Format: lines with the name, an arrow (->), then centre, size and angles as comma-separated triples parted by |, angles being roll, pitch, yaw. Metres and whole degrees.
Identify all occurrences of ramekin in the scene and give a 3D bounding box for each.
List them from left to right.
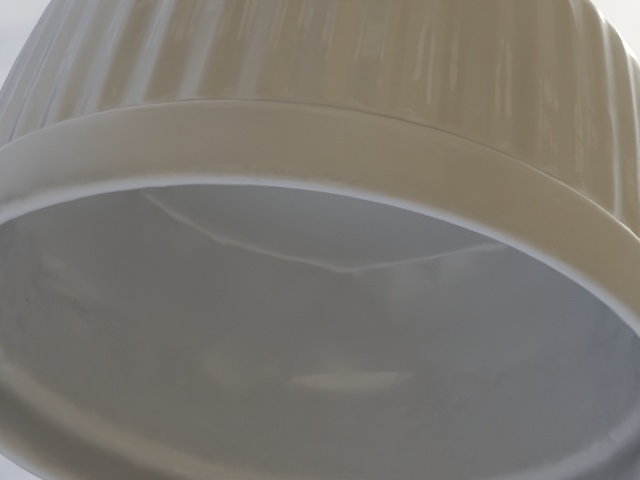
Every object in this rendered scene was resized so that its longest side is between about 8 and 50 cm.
ramekin -> 0.000, 0.000, 0.448 | 0.207, 0.207, 0.109 | 23, -126, -19
